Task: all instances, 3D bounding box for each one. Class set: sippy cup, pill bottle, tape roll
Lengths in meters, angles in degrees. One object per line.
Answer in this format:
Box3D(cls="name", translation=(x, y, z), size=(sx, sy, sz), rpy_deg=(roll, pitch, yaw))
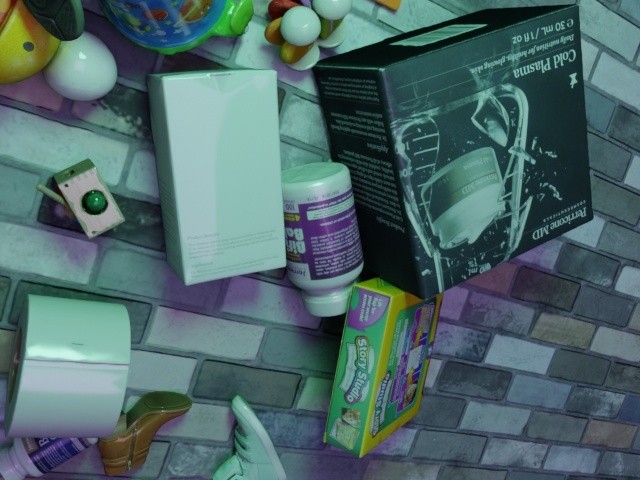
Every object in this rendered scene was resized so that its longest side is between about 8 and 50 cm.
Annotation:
Box3D(cls="sippy cup", translation=(-0.266, -0.438, 1.014), size=(0.305, 0.224, 0.240), rpy_deg=(-5, 94, -1))
Box3D(cls="pill bottle", translation=(-0.529, 0.394, 1.236), size=(0.169, 0.094, 0.094), rpy_deg=(-30, 116, -17))
Box3D(cls="pill bottle", translation=(0.000, 0.000, 1.347), size=(0.169, 0.169, 0.302), rpy_deg=(-18, 111, -21))
Box3D(cls="tape roll", translation=(-0.454, 0.225, 1.141), size=(0.169, 0.246, 0.246), rpy_deg=(10, 100, -28))

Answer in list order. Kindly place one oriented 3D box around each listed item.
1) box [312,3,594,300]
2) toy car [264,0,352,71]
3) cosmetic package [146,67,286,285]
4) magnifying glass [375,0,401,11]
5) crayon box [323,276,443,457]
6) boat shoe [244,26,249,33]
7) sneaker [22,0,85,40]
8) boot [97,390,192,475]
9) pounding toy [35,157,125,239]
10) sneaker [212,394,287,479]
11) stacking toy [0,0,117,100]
Box3D(cls="box", translation=(0.293, -0.206, 1.369), size=(0.479, 0.297, 0.472), rpy_deg=(-23, 115, -19))
Box3D(cls="toy car", translation=(-0.030, -0.432, 1.240), size=(0.182, 0.159, 0.136), rpy_deg=(-41, 82, -10))
Box3D(cls="cosmetic package", translation=(-0.195, -0.129, 1.223), size=(0.217, 0.156, 0.385), rpy_deg=(-8, 107, -25))
Box3D(cls="magnifying glass", translation=(0.069, -0.531, 1.316), size=(0.230, 0.026, 0.092), rpy_deg=(16, 97, -27))
Box3D(cls="crayon box", translation=(0.153, 0.261, 1.456), size=(0.313, 0.106, 0.363), rpy_deg=(-8, 111, -57))
Box3D(cls="boat shoe", translation=(-0.228, -0.408, 1.180), size=(0.183, 0.065, 0.083), rpy_deg=(25, 93, -23))
Box3D(cls="sneaker", translation=(-0.379, -0.401, 0.896), size=(0.087, 0.130, 0.228), rpy_deg=(-16, 113, 24))
Box3D(cls="boot", translation=(-0.367, 0.405, 1.343), size=(0.197, 0.073, 0.153), rpy_deg=(-6, 114, -25))
Box3D(cls="pounding toy", translation=(-0.425, -0.075, 1.128), size=(0.100, 0.141, 0.130), rpy_deg=(-30, 115, -16))
Box3D(cls="sneaker", translation=(-0.183, 0.480, 1.436), size=(0.151, 0.094, 0.256), rpy_deg=(-26, 113, -15))
Box3D(cls="stacking toy", translation=(-0.512, -0.358, 0.957), size=(0.479, 0.350, 0.351), rpy_deg=(23, 94, -47))
